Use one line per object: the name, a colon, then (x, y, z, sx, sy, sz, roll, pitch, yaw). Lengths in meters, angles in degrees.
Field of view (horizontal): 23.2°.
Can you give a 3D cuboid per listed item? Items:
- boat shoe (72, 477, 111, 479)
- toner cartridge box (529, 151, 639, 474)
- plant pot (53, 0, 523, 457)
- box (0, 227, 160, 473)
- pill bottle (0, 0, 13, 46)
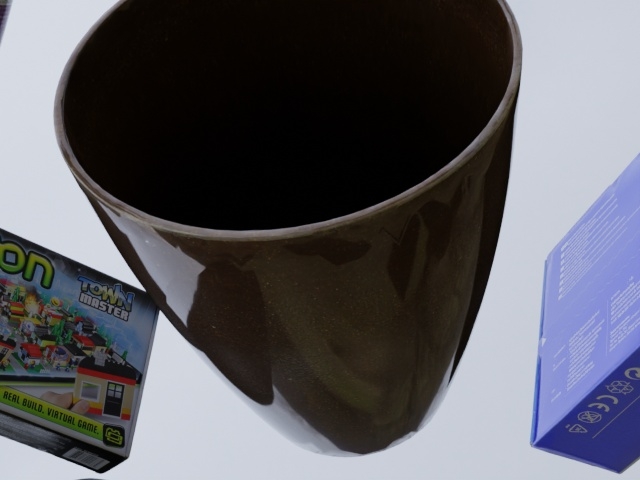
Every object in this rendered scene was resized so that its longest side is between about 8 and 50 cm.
boat shoe: (-0.120, 0.215, 0.890, 0.112, 0.335, 0.095, 5, -66, -9)
toner cartridge box: (0.243, 0.003, 0.991, 0.075, 0.165, 0.348, 18, -34, -10)
plant pot: (0.000, 0.000, 0.788, 0.215, 0.215, 0.230, -33, -41, -20)
box: (-0.199, 0.049, 0.915, 0.207, 0.114, 0.036, 25, -36, -25)
pill bottle: (-0.315, -0.243, 1.354, 0.108, 0.108, 0.193, 2, -70, -48)
